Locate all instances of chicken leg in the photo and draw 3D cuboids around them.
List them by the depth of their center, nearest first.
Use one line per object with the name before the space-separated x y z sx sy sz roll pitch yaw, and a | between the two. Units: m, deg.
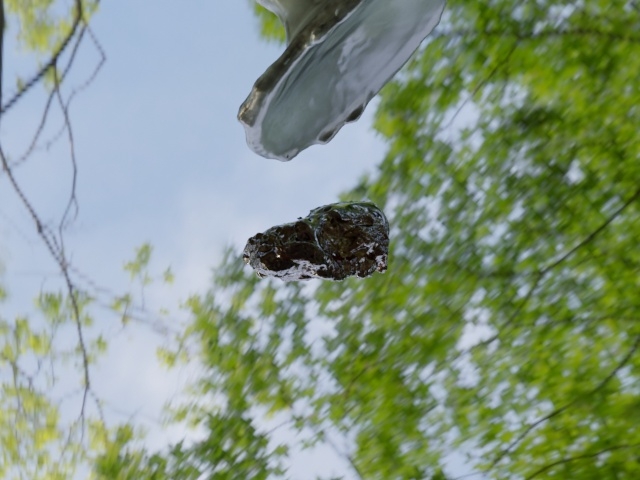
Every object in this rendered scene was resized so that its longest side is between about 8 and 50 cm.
chicken leg | 0.004 0.000 0.814 0.062 0.145 0.037 -3 -82 26

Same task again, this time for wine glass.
wine glass | -0.060 -0.133 0.585 0.103 0.103 0.222 -41 -105 -17
